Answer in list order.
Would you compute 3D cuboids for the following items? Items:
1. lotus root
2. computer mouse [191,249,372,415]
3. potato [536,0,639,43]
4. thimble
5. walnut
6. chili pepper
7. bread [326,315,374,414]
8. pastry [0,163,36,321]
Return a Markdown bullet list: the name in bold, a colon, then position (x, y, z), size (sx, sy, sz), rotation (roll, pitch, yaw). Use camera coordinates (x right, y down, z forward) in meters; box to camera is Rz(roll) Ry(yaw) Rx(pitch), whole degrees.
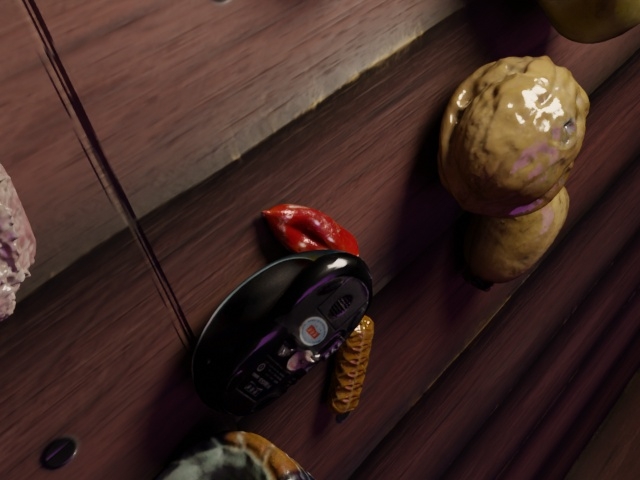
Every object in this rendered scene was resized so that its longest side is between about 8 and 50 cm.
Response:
- **lotus root**: position (0.320, -0.035, 1.010), size (0.154, 0.140, 0.256), rotation (-76, -173, -68)
- **computer mouse**: position (-0.047, 0.091, 0.689), size (0.233, 0.096, 0.137), rotation (-39, 137, -8)
- **potato**: position (0.342, -0.398, 0.779), size (0.351, 0.203, 0.218), rotation (25, 79, -44)
- **thimble**: position (-0.098, 0.342, 0.682), size (0.237, 0.237, 0.150), rotation (-51, 137, -16)
- **walnut**: position (0.257, -0.140, 0.833), size (0.245, 0.198, 0.198), rotation (-56, 141, -12)
- **chili pepper**: position (0.001, 0.000, 0.731), size (0.191, 0.050, 0.059), rotation (27, 106, -44)
- **bread**: position (0.042, 0.180, 0.882), size (0.052, 0.044, 0.157), rotation (-5, 113, -41)
- **pastry**: position (-0.262, -0.059, 0.364), size (0.112, 0.103, 0.265), rotation (-55, 143, -22)
